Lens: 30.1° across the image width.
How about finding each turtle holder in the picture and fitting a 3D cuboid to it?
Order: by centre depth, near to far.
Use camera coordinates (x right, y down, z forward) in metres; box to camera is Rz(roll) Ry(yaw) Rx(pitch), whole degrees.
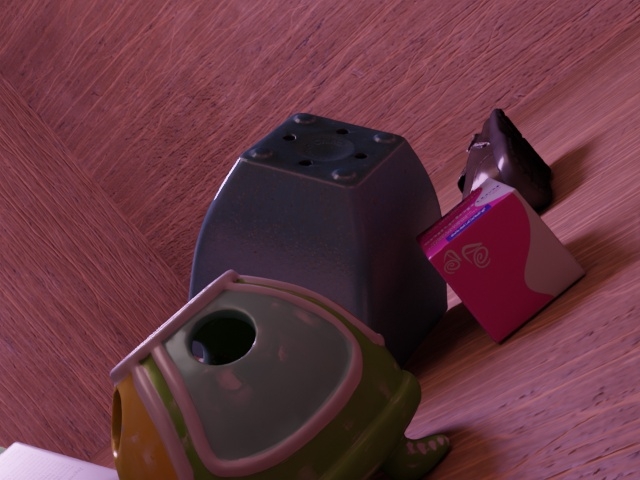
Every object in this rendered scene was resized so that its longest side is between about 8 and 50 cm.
[{"bbox_3d":[-0.079,0.174,1.000,0.320,0.227,0.243,-40,4,1],"label":"turtle holder"}]

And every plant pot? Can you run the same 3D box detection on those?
[{"bbox_3d":[0.000,0.000,1.380,0.247,0.247,0.252,-45,-37,-50],"label":"plant pot"}]

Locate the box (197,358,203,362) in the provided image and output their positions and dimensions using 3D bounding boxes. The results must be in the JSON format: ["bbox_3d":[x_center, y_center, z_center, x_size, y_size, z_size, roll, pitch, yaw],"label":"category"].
[{"bbox_3d":[-0.085,0.193,1.623,0.311,0.148,0.121,-40,4,30],"label":"box"}]

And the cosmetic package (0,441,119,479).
[{"bbox_3d":[-0.311,0.348,1.352,0.183,0.151,0.151,8,32,30],"label":"cosmetic package"}]

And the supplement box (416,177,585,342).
[{"bbox_3d":[0.180,0.014,1.234,0.111,0.114,0.220,-39,5,4],"label":"supplement box"}]

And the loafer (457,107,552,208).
[{"bbox_3d":[0.253,-0.100,1.760,0.130,0.134,0.366,-39,3,15],"label":"loafer"}]

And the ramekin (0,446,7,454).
[{"bbox_3d":[-0.620,0.525,2.100,0.303,0.303,0.148,-40,11,13],"label":"ramekin"}]
